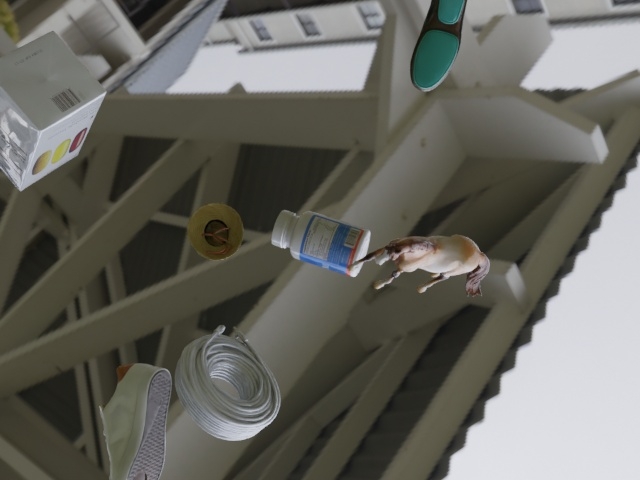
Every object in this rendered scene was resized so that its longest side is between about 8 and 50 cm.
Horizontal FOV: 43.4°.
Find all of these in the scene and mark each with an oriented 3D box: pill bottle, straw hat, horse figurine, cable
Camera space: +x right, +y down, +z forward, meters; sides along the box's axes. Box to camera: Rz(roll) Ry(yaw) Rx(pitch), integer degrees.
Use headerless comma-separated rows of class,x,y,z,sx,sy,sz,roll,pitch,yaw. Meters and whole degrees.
pill bottle,0.000,0.000,1.955,0.222,0.124,0.124,18,-128,12
straw hat,-0.252,-0.014,1.956,0.145,0.061,0.144,0,-105,1
horse figurine,0.171,0.034,1.264,0.174,0.263,0.066,-38,-129,52
cable,-0.213,0.330,1.823,0.089,0.257,0.257,-49,166,28

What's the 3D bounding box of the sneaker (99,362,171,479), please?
sneaker,-0.364,0.375,1.523,0.123,0.106,0.290,8,-96,28

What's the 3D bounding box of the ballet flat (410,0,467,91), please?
ballet flat,0.266,-0.461,1.754,0.096,0.095,0.280,-89,-163,-80

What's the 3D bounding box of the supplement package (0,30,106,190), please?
supplement package,-0.477,-0.211,1.350,0.139,0.134,0.244,-42,-177,-33
